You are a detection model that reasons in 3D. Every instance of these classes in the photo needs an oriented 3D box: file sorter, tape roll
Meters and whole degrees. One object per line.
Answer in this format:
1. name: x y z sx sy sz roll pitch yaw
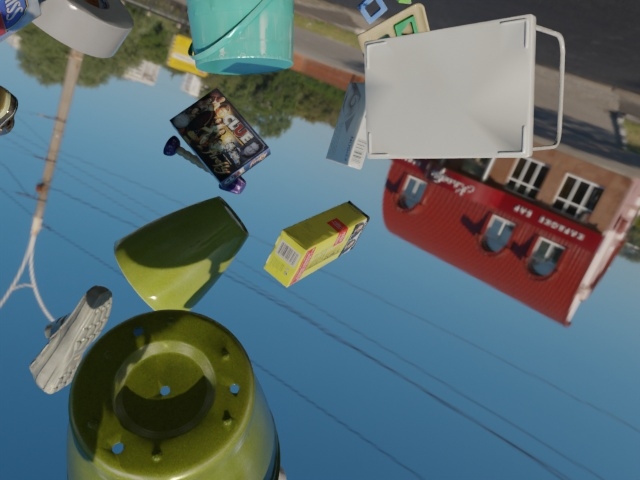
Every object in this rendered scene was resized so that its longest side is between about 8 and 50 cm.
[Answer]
1. file sorter: 0.234 -0.236 0.927 0.277 0.193 0.173 6 -167 39
2. tape roll: -0.460 -0.440 1.040 0.219 0.072 0.219 38 -157 -20

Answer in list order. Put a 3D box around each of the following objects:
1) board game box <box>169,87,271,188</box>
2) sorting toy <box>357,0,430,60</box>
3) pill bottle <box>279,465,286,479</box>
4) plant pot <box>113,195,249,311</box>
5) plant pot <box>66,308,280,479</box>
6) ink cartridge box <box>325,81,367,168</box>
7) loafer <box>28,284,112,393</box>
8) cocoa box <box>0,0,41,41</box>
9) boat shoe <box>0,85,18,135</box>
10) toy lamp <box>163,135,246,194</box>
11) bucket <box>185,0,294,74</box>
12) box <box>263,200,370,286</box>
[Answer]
1. board game box: -0.273 -0.282 1.539 0.243 0.165 0.042 49 169 15
2. sorting toy: 0.219 -0.531 1.567 0.348 0.196 0.047 61 -176 -45
3. pill bottle: -0.162 0.502 1.211 0.121 0.121 0.216 34 170 39
4. plant pot: -0.349 0.022 1.528 0.275 0.293 0.275 53 -178 -3
5. plant pot: -0.227 0.289 0.870 0.366 0.353 0.367 5 -127 -7
6. ink cartridge box: 0.080 -0.315 1.527 0.045 0.223 0.224 14 -172 -24
7. loafer: -0.599 0.224 1.333 0.111 0.319 0.112 38 -164 7
8. cocoa box: -0.532 -0.396 0.692 0.231 0.228 0.347 44 157 -4
9. boat shoe: -0.617 -0.236 1.067 0.223 0.080 0.073 -5 164 39
10. toy lamp: -0.359 -0.232 1.769 0.274 0.080 0.080 30 -165 3
11. bucket: -0.190 -0.511 1.360 0.281 0.183 0.281 -3 -173 0
12. box: 0.000 0.000 0.993 0.058 0.087 0.232 38 -150 17
